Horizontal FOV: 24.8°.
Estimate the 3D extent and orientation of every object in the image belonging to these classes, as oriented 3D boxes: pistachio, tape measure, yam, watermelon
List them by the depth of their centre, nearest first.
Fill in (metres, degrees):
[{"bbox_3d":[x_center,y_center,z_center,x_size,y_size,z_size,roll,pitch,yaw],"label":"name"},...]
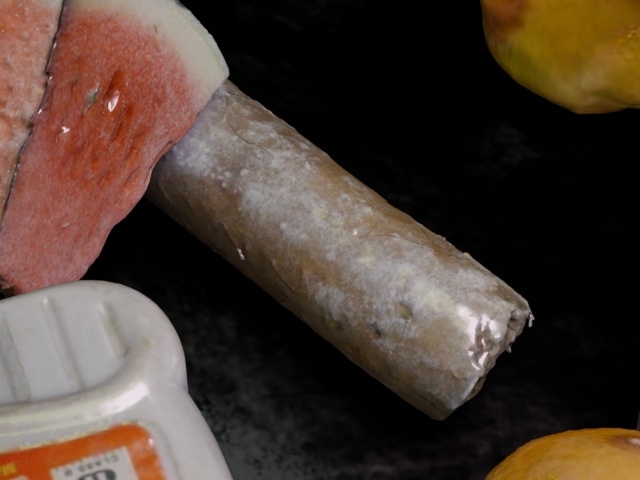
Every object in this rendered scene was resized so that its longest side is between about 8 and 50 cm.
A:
[{"bbox_3d":[-0.163,0.139,0.662,0.243,0.125,0.246,-16,52,-15],"label":"tape measure"},{"bbox_3d":[-0.212,-0.064,0.760,0.318,0.148,0.226,-17,57,5],"label":"watermelon"},{"bbox_3d":[0.000,0.000,0.820,0.259,0.093,0.093,37,55,21],"label":"yam"},{"bbox_3d":[0.177,-0.145,0.964,0.110,0.100,0.189,-11,40,-45],"label":"pistachio"}]

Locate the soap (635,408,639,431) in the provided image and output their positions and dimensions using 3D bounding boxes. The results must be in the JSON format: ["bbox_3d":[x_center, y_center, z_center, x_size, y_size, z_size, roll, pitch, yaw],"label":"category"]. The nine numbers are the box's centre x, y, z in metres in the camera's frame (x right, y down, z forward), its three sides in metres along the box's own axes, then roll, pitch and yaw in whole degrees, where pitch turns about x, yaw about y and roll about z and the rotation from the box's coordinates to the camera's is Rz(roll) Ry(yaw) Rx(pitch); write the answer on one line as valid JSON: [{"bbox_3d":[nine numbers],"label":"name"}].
[{"bbox_3d":[0.330,0.051,0.815,0.285,0.107,0.296,13,49,7],"label":"soap"}]

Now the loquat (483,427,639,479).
[{"bbox_3d":[0.128,0.153,0.682,0.141,0.141,0.141,4,50,-4],"label":"loquat"}]
